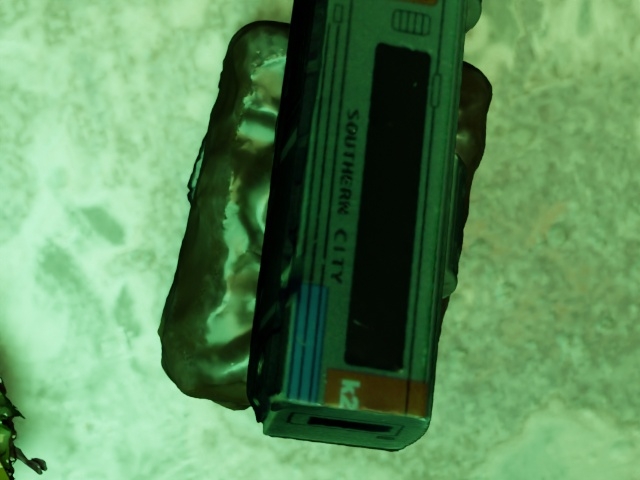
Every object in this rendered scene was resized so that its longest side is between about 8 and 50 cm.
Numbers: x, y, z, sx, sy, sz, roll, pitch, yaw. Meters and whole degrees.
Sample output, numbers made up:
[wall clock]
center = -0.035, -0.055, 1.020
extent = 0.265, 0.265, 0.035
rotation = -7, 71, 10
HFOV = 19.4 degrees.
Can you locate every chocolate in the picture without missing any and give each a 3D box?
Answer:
[chocolate]
center = 0.000, 0.000, 0.972
extent = 0.148, 0.093, 0.214
rotation = 11, 98, -4

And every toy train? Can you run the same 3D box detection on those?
[toy train]
center = 0.033, -0.108, 0.880
extent = 0.089, 0.086, 0.409
rotation = 9, 72, -5

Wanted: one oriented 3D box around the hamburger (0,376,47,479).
[hamburger]
center = -0.243, 0.111, 0.973
extent = 0.189, 0.093, 0.164
rotation = -18, 98, -2
